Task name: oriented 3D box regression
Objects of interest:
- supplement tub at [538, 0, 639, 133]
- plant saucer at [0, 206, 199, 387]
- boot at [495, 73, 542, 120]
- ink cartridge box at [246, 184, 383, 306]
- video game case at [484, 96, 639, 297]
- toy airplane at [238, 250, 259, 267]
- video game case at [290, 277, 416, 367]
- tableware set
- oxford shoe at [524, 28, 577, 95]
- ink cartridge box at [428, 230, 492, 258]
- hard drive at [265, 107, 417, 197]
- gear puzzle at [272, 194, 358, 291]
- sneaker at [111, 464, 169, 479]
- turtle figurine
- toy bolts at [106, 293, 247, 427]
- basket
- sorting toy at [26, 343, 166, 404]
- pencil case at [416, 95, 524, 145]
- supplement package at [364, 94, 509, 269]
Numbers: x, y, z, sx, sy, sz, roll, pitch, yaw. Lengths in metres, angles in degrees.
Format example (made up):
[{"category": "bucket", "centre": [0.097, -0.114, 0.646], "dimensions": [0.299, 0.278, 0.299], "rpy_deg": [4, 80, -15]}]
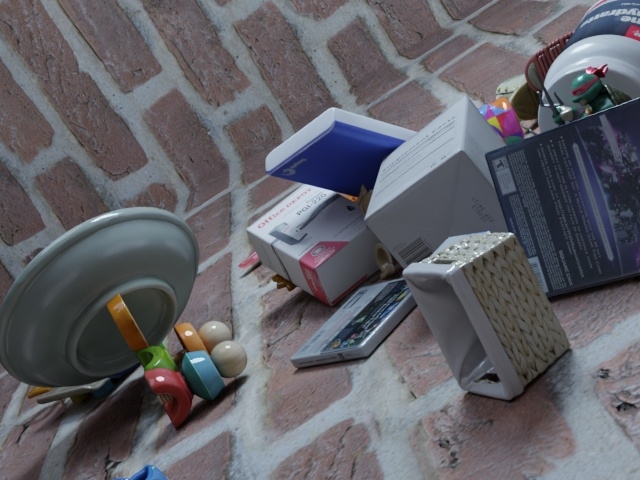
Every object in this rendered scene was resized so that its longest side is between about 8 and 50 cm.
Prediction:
[{"category": "supplement tub", "centre": [0.425, -0.224, 1.724], "dimensions": [0.191, 0.191, 0.272], "rpy_deg": [-23, 19, 37]}, {"category": "plant saucer", "centre": [-0.361, 0.127, 2.112], "dimensions": [0.400, 0.400, 0.100], "rpy_deg": [-37, 57, -12]}, {"category": "boot", "centre": [0.389, -0.275, 2.326], "dimensions": [0.213, 0.077, 0.165], "rpy_deg": [-36, 13, -32]}, {"category": "ink cartridge box", "centre": [0.000, 0.000, 2.086], "dimensions": [0.158, 0.092, 0.218], "rpy_deg": [-38, 35, -19]}, {"category": "video game case", "centre": [0.330, -0.049, 1.440], "dimensions": [0.026, 0.196, 0.274], "rpy_deg": [-16, -2, -45]}, {"category": "toy airplane", "centre": [-0.097, 0.016, 2.534], "dimensions": [0.151, 0.028, 0.151], "rpy_deg": [-32, 15, 10]}, {"category": "video game case", "centre": [0.065, 0.119, 1.825], "dimensions": [0.173, 0.022, 0.190], "rpy_deg": [-17, 21, 51]}, {"category": "tableware set", "centre": [0.104, -0.016, 1.925], "dimensions": [0.020, 0.168, 0.141], "rpy_deg": [-21, -6, -23]}, {"category": "oxford shoe", "centre": [0.537, -0.348, 2.179], "dimensions": [0.348, 0.123, 0.130], "rpy_deg": [-16, 16, 22]}, {"category": "ink cartridge box", "centre": [0.203, 0.054, 1.520], "dimensions": [0.052, 0.122, 0.088], "rpy_deg": [-45, 17, -27]}, {"category": "hard drive", "centre": [0.099, -0.126, 2.031], "dimensions": [0.210, 0.319, 0.040], "rpy_deg": [-31, 53, 51]}, {"category": "gear puzzle", "centre": [0.034, -0.023, 2.205], "dimensions": [0.339, 0.044, 0.175], "rpy_deg": [-40, 40, -25]}, {"category": "sneaker", "centre": [-0.245, 0.364, 1.464], "dimensions": [0.091, 0.126, 0.240], "rpy_deg": [-23, 16, 37]}, {"category": "turtle figurine", "centre": [0.358, -0.128, 1.543], "dimensions": [0.118, 0.234, 0.175], "rpy_deg": [-33, 14, 24]}, {"category": "toy bolts", "centre": [-0.220, 0.168, 1.984], "dimensions": [0.158, 0.218, 0.228], "rpy_deg": [-30, 31, -9]}, {"category": "basket", "centre": [0.189, 0.081, 1.381], "dimensions": [0.103, 0.167, 0.113], "rpy_deg": [-32, 13, -21]}, {"category": "sorting toy", "centre": [-0.437, 0.270, 2.406], "dimensions": [0.348, 0.047, 0.196], "rpy_deg": [-18, 14, 41]}, {"category": "pencil case", "centre": [0.243, -0.174, 2.190], "dimensions": [0.236, 0.104, 0.104], "rpy_deg": [-22, 14, 0]}, {"category": "supplement package", "centre": [0.196, -0.063, 1.795], "dimensions": [0.175, 0.177, 0.293], "rpy_deg": [-37, 11, 19]}]
